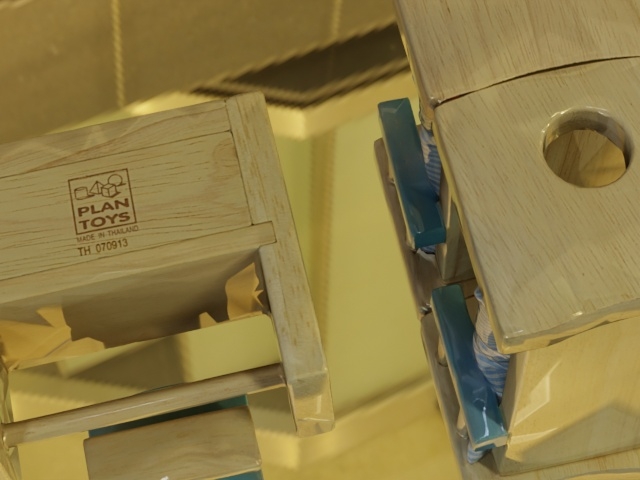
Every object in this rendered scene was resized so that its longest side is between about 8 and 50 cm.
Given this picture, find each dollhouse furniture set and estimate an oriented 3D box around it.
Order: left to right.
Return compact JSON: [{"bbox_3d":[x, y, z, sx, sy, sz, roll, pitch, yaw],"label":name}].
[{"bbox_3d":[0.000,0.000,0.414,0.183,0.129,0.129,-12,153,-4],"label":"dollhouse furniture set"}]
